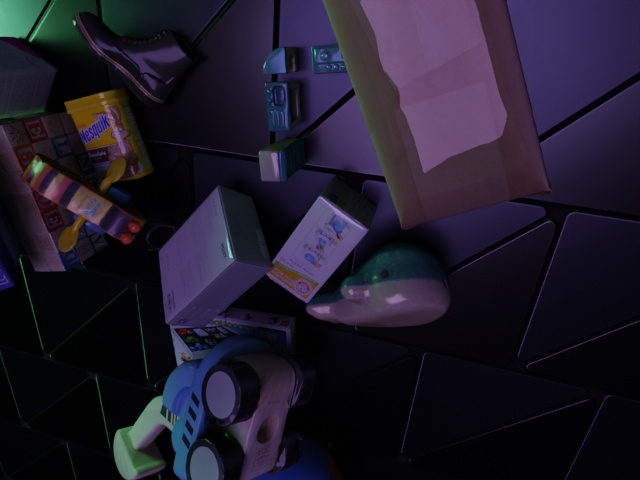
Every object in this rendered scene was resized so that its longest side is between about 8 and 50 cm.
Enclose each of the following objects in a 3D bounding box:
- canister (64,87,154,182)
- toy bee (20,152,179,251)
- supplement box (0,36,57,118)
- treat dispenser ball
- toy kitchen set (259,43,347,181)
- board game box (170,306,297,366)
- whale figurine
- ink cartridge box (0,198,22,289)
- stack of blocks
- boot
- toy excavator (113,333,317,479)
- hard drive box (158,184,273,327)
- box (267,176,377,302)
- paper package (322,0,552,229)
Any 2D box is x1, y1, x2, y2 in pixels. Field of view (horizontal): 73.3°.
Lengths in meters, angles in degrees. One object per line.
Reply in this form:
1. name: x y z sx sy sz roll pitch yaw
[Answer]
1. canister: -0.421 -0.207 0.870 0.126 0.073 0.170 -6 113 20
2. toy bee: -0.395 -0.062 0.815 0.298 0.162 0.195 9 102 -33
3. supplement box: -0.636 -0.304 0.808 0.111 0.220 0.114 38 120 -2
4. treat dispenser ball: -0.083 0.612 1.016 0.288 0.288 0.288 7 115 14
5. toy kitchen set: -0.011 -0.211 0.714 0.166 0.122 0.207 4 115 15
6. board game box: -0.206 0.251 1.023 0.305 0.053 0.193 7 116 14
7. whale figurine: 0.103 0.088 0.809 0.272 0.216 0.141 -17 64 35
8. ink cartridge box: -0.695 -0.070 0.810 0.151 0.395 0.270 -15 130 -17
9. stack of blocks: -0.557 -0.105 0.902 0.087 0.171 0.297 -2 114 18
10. boot: -0.326 -0.360 0.779 0.137 0.077 0.198 -36 113 23
11. toy excavator: -0.271 0.387 0.948 0.445 0.222 0.433 16 94 38
12. hard drive box: -0.218 0.037 0.854 0.232 0.089 0.181 -39 53 29
13. box: 0.000 0.000 0.811 0.103 0.114 0.203 36 119 -3
14. paper package: 0.154 -0.223 0.552 0.168 0.309 0.325 -15 108 25
